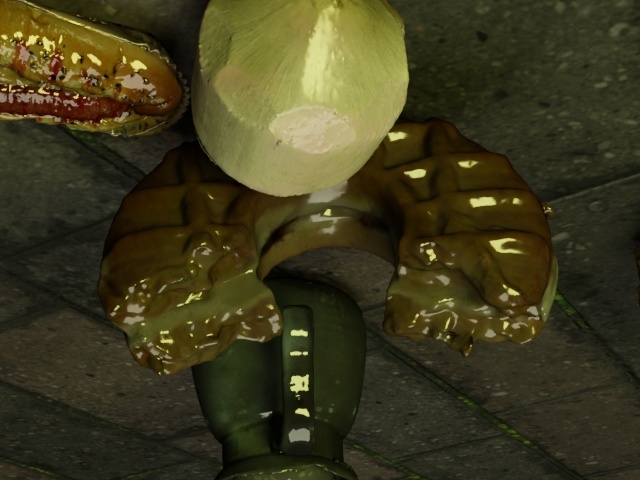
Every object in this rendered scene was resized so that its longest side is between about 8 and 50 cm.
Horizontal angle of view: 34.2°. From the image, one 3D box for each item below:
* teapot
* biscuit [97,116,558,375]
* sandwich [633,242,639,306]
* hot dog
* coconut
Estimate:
[{"bbox_3d":[-0.025,0.196,1.223,0.223,0.285,0.305,15,147,-32],"label":"teapot"},{"bbox_3d":[0.008,-0.012,0.874,0.366,0.268,0.115,-2,132,-1],"label":"biscuit"},{"bbox_3d":[0.491,0.010,1.123,0.262,0.131,0.325,-4,149,-3],"label":"sandwich"},{"bbox_3d":[-0.225,-0.135,0.817,0.252,0.069,0.131,7,149,-21],"label":"hot dog"},{"bbox_3d":[-0.010,-0.127,0.770,0.170,0.171,0.183,6,152,-18],"label":"coconut"}]
